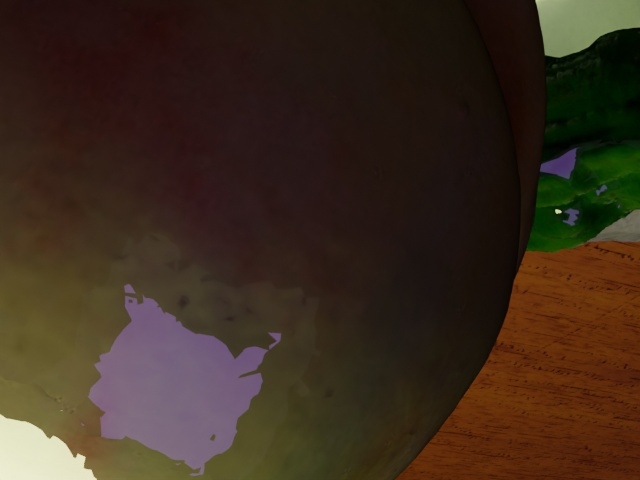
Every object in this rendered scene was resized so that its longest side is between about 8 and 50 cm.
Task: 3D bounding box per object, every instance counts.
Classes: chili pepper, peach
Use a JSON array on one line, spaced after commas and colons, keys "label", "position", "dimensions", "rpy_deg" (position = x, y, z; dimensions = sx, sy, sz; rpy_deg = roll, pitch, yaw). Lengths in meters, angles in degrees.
[{"label": "chili pepper", "position": [0.068, -0.027, 0.662], "dimensions": [0.253, 0.083, 0.099], "rpy_deg": [-20, 150, 23]}, {"label": "peach", "position": [-0.058, -0.045, 0.439], "dimensions": [0.292, 0.292, 0.247], "rpy_deg": [13, 144, -34]}]

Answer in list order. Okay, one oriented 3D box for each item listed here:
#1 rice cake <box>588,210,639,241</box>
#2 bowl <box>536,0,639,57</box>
[{"label": "rice cake", "position": [0.184, -0.038, 1.004], "dimensions": [0.298, 0.050, 0.106], "rpy_deg": [-1, 147, -15]}, {"label": "bowl", "position": [0.063, -0.126, 0.716], "dimensions": [0.307, 0.163, 0.307], "rpy_deg": [-9, 149, -5]}]
